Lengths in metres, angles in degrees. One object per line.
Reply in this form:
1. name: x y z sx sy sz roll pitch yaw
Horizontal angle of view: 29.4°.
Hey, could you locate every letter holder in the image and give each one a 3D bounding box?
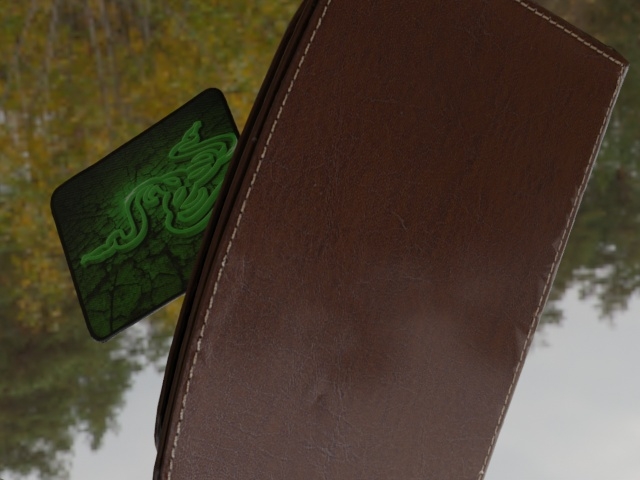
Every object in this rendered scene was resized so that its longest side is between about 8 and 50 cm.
1. letter holder: 0.000 0.000 0.656 0.214 0.302 0.152 20 178 -39

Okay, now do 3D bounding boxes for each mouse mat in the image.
1. mouse mat: -0.135 -0.021 0.998 0.190 0.152 0.007 -31 155 16

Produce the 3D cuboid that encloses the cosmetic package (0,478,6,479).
1. cosmetic package: -0.313 0.383 1.390 0.231 0.117 0.085 30 170 23
